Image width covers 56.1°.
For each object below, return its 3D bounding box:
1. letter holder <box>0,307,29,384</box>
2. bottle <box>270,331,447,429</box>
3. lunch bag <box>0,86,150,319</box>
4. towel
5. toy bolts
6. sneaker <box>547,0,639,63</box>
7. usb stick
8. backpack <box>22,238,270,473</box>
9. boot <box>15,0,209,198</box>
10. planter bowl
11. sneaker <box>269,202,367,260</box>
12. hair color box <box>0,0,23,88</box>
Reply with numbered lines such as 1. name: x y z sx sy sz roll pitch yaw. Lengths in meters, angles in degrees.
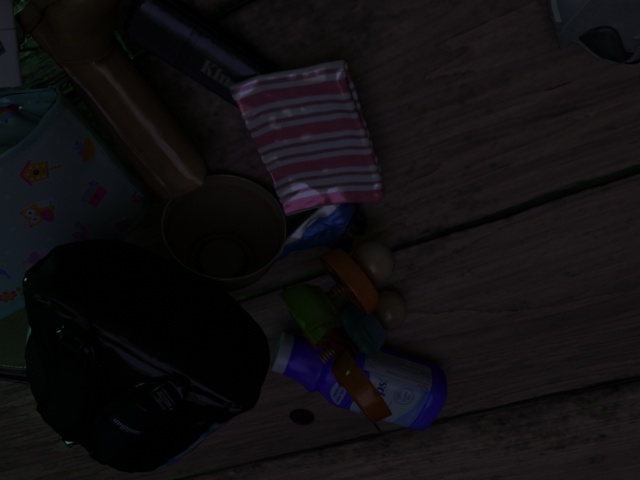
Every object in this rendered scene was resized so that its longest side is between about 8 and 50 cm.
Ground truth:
1. letter holder: -0.545 0.135 0.921 0.302 0.214 0.152 17 126 -6
2. bottle: 0.061 0.224 0.990 0.283 0.092 0.118 19 121 -7
3. lunch bag: -0.373 -0.054 0.749 0.262 0.160 0.223 -30 141 -4
4. towel: -0.011 -0.118 0.736 0.144 0.029 0.197 -8 129 18
5. toy bolts: 0.072 0.125 0.841 0.158 0.218 0.228 -36 160 -8
6. sneaker: 0.355 -0.255 0.624 0.229 0.086 0.132 -7 130 24
7. usb stick: -0.104 -0.203 0.729 0.278 0.045 0.077 31 124 -16
8. backpack: -0.246 0.170 0.797 0.290 0.273 0.355 30 123 -4
9. boot: -0.213 -0.173 0.695 0.236 0.089 0.269 13 142 55
10. planter bowl: -0.135 0.005 0.828 0.162 0.162 0.109 15 148 -4
11. sneaker: 0.000 0.000 0.856 0.152 0.058 0.084 -41 104 22
12. hair color box: -0.416 -0.313 0.575 0.110 0.185 0.338 31 127 32
